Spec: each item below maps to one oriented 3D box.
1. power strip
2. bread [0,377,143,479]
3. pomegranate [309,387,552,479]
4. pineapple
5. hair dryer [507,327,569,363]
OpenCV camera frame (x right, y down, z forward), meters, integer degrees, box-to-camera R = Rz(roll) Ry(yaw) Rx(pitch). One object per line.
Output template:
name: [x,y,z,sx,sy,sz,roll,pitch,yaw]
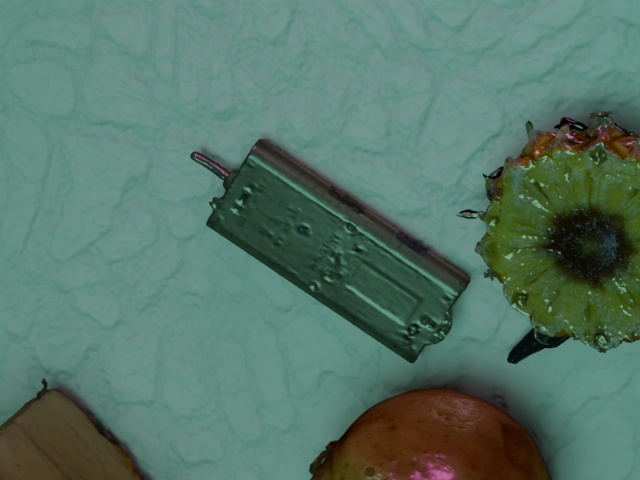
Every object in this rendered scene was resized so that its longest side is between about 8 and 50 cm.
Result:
power strip: [0.000,0.000,1.624,0.268,0.034,0.092,34,115,4]
bread: [-0.273,0.326,1.728,0.279,0.207,0.279,45,114,-3]
pomegranate: [0.084,0.222,1.587,0.215,0.215,0.215,5,110,15]
pineapple: [0.210,-0.002,1.503,0.221,0.047,0.221,10,117,20]
hair dryer: [0.244,0.057,1.566,0.173,0.050,0.195,38,119,5]
